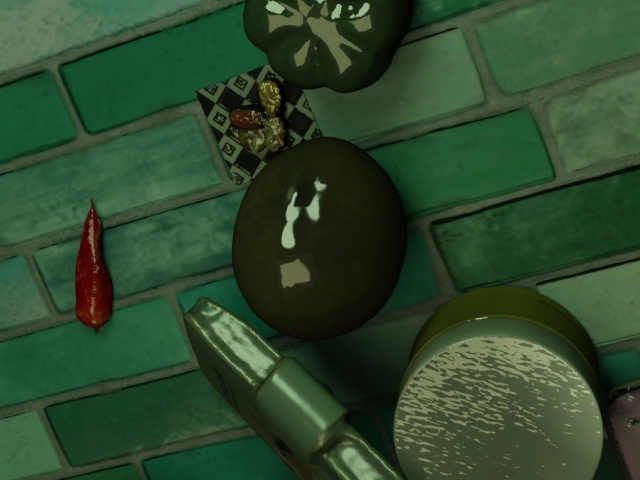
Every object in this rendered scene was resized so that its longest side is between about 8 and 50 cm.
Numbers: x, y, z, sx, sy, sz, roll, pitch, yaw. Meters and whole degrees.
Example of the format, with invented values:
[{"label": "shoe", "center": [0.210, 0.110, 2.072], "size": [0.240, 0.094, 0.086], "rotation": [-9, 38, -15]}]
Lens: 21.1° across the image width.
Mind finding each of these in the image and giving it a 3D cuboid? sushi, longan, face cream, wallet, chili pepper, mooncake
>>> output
[{"label": "sushi", "center": [-0.070, -0.128, 1.919], "size": [0.126, 0.026, 0.120], "rotation": [-18, 106, 25]}, {"label": "longan", "center": [0.000, 0.000, 1.855], "size": [0.196, 0.196, 0.220], "rotation": [6, 80, 17]}, {"label": "face cream", "center": [0.194, 0.175, 1.846], "size": [0.218, 0.179, 0.218], "rotation": [2, 106, 7]}, {"label": "wallet", "center": [-0.015, 0.212, 1.897], "size": [0.360, 0.083, 0.252], "rotation": [44, 164, 19]}, {"label": "chili pepper", "center": [-0.272, 0.036, 2.057], "size": [0.045, 0.027, 0.178], "rotation": [12, 113, 15]}, {"label": "mooncake", "center": [0.008, -0.238, 1.806], "size": [0.175, 0.104, 0.169], "rotation": [-8, 103, 18]}]

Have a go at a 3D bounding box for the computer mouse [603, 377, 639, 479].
[{"label": "computer mouse", "center": [0.415, 0.275, 1.893], "size": [0.158, 0.072, 0.310], "rotation": [-14, 110, 25]}]
